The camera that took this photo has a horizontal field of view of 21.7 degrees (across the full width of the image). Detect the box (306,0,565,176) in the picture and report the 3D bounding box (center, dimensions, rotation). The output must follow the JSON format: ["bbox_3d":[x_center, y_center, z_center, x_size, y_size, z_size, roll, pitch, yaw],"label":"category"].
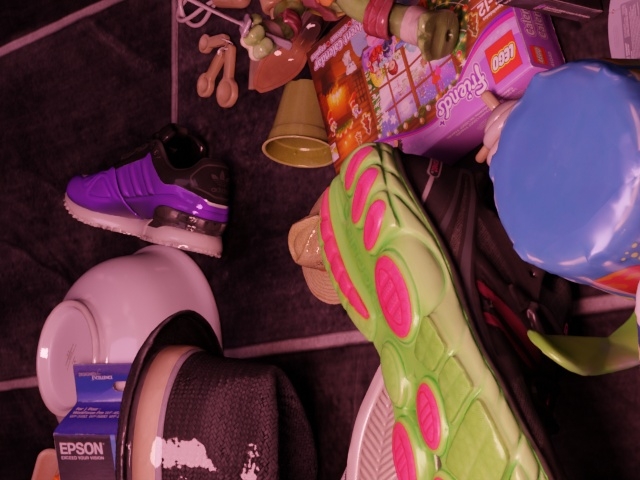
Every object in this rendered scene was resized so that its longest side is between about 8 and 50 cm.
[{"bbox_3d":[0.109,-0.179,1.680,0.293,0.057,0.201,-38,56,42],"label":"box"}]

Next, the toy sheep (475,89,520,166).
[{"bbox_3d":[0.191,-0.086,1.540,0.132,0.091,0.091,47,125,12],"label":"toy sheep"}]

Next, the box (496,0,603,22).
[{"bbox_3d":[0.196,-0.285,1.538,0.029,0.116,0.162,-33,60,47],"label":"box"}]

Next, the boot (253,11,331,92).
[{"bbox_3d":[-0.028,-0.220,1.848,0.118,0.042,0.087,-43,15,18],"label":"boot"}]

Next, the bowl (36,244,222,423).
[{"bbox_3d":[-0.256,0.148,2.038,0.298,0.134,0.298,-10,77,52],"label":"bowl"}]

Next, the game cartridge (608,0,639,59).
[{"bbox_3d":[0.283,-0.187,1.495,0.056,0.017,0.083,-15,73,46],"label":"game cartridge"}]

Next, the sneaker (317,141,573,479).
[{"bbox_3d":[0.154,0.108,1.456,0.185,0.202,0.483,-57,42,49],"label":"sneaker"}]

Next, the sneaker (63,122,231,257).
[{"bbox_3d":[-0.201,-0.074,2.037,0.293,0.102,0.146,16,93,47],"label":"sneaker"}]

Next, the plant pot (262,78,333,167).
[{"bbox_3d":[-0.018,-0.132,1.828,0.083,0.083,0.079,-18,59,49],"label":"plant pot"}]

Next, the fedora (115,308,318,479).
[{"bbox_3d":[-0.092,0.240,1.762,0.152,0.334,0.334,0,84,18],"label":"fedora"}]

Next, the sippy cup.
[{"bbox_3d":[0.266,-0.048,1.327,0.240,0.224,0.306,-9,77,50],"label":"sippy cup"}]

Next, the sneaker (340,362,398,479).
[{"bbox_3d":[0.065,0.238,1.633,0.148,0.131,0.350,-172,101,-77],"label":"sneaker"}]

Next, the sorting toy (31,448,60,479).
[{"bbox_3d":[-0.299,0.376,2.038,0.196,0.047,0.348,38,128,23],"label":"sorting toy"}]

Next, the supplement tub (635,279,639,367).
[{"bbox_3d":[0.341,0.117,1.152,0.235,0.235,0.325,4,102,52],"label":"supplement tub"}]

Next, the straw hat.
[{"bbox_3d":[0.000,0.000,1.791,0.144,0.061,0.145,-11,75,51],"label":"straw hat"}]

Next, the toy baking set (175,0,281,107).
[{"bbox_3d":[-0.112,-0.279,1.998,0.197,0.030,0.256,-37,57,43],"label":"toy baking set"}]

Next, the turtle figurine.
[{"bbox_3d":[-0.004,-0.270,1.603,0.266,0.275,0.198,15,63,31],"label":"turtle figurine"}]

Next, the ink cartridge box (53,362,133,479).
[{"bbox_3d":[-0.212,0.306,1.905,0.165,0.065,0.333,-5,95,26],"label":"ink cartridge box"}]
